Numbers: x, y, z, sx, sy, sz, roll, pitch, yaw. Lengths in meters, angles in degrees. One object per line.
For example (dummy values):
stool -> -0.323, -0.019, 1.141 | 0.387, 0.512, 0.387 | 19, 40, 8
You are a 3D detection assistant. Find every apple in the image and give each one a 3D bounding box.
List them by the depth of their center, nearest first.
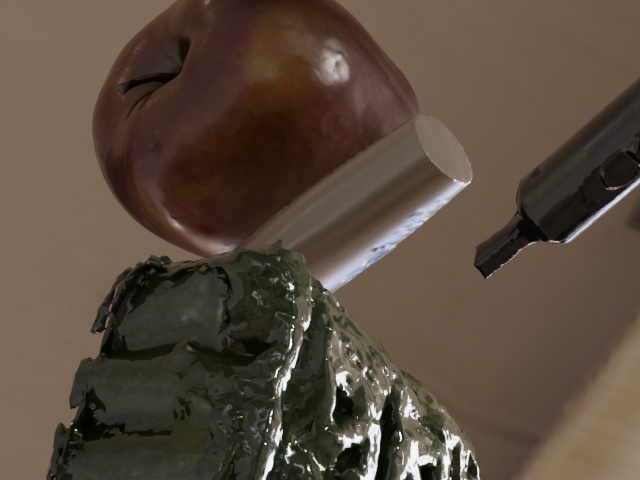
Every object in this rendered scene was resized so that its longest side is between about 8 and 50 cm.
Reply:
apple -> -0.058, -0.113, 1.788 | 0.288, 0.317, 0.288 | -40, -145, 37

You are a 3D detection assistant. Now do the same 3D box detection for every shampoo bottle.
shampoo bottle -> 0.000, 0.000, 1.443 | 0.257, 0.127, 0.078 | -35, -100, 24

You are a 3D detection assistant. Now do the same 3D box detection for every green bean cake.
green bean cake -> -0.028, 0.153, 0.905 | 0.132, 0.255, 0.241 | -5, -125, 29

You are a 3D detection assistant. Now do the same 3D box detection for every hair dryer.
hair dryer -> 0.144, -0.040, 0.728 | 0.248, 0.078, 0.195 | -45, -158, 36
